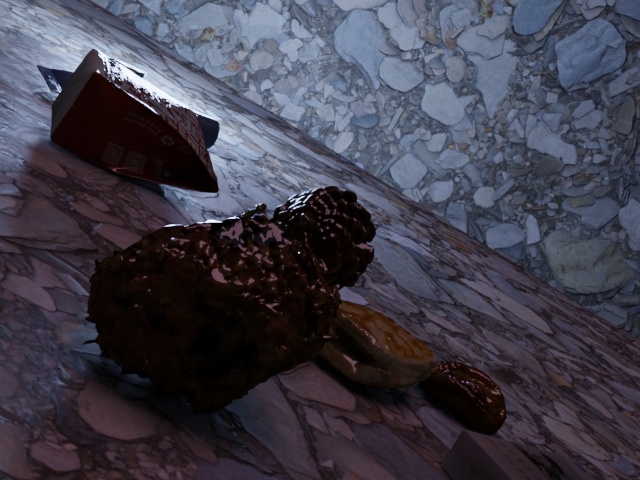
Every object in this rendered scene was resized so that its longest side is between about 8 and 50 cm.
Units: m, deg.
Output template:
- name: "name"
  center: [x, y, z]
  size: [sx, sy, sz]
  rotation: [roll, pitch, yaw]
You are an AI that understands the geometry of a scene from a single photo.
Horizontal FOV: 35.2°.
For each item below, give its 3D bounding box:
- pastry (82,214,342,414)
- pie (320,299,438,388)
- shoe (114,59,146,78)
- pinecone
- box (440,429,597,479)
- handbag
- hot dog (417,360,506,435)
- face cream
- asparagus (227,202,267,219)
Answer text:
- name: "pastry"
  center: [-0.107, 0.082, 1.053]
  size: [0.275, 0.275, 0.193]
  rotation: [11, 65, -58]
- name: "pie"
  center: [0.062, 0.144, 1.431]
  size: [0.205, 0.084, 0.179]
  rotation: [37, 12, 34]
- name: "shoe"
  center: [-0.428, -0.322, 2.140]
  size: [0.071, 0.099, 0.169]
  rotation: [24, -9, -22]
- name: "pinecone"
  center: [0.000, -0.002, 1.660]
  size: [0.185, 0.169, 0.212]
  rotation: [-11, 7, 3]
- name: "box"
  center: [0.283, 0.325, 1.277]
  size: [0.233, 0.067, 0.149]
  rotation: [21, 17, -36]
- name: "handbag"
  center: [-0.308, -0.178, 1.740]
  size: [0.298, 0.151, 0.171]
  rotation: [33, 14, -25]
- name: "hot dog"
  center: [0.214, 0.228, 1.509]
  size: [0.147, 0.065, 0.099]
  rotation: [37, 23, 17]
- name: "face cream"
  center: [-0.385, -0.272, 2.061]
  size: [0.385, 0.086, 0.135]
  rotation: [16, 21, -35]
- name: "asparagus"
  center: [-0.135, -0.049, 1.893]
  size: [0.023, 0.022, 0.233]
  rotation: [-12, 7, 13]
